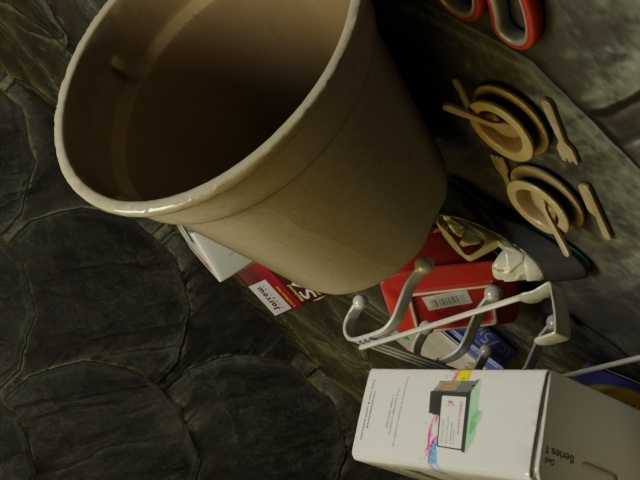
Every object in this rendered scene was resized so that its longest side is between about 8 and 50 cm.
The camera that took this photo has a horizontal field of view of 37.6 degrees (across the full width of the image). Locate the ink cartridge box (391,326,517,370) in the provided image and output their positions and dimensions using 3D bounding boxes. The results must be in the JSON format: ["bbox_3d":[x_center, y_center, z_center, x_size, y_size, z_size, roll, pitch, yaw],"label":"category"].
[{"bbox_3d":[0.207,0.158,1.497,0.186,0.065,0.311,40,168,12],"label":"ink cartridge box"}]

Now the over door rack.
[{"bbox_3d":[0.215,0.097,1.028,0.239,0.108,0.324,22,161,-32],"label":"over door rack"}]

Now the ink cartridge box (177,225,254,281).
[{"bbox_3d":[-0.154,-0.070,1.145,0.208,0.087,0.153,61,169,-24],"label":"ink cartridge box"}]

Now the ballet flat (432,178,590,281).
[{"bbox_3d":[0.197,0.005,1.043,0.203,0.074,0.074,35,164,30],"label":"ballet flat"}]

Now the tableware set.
[{"bbox_3d":[0.192,-0.068,0.901,0.128,0.039,0.194,26,159,50],"label":"tableware set"}]

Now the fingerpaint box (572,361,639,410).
[{"bbox_3d":[0.502,0.371,1.089,0.371,0.163,0.445,51,164,-29],"label":"fingerpaint box"}]

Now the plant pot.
[{"bbox_3d":[-0.032,-0.106,0.934,0.334,0.334,0.305,31,173,42],"label":"plant pot"}]

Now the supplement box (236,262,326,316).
[{"bbox_3d":[0.000,0.000,1.276,0.239,0.073,0.130,-26,119,28],"label":"supplement box"}]

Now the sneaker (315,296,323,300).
[{"bbox_3d":[-0.073,0.020,1.797,0.235,0.094,0.153,52,175,4],"label":"sneaker"}]

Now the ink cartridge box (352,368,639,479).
[{"bbox_3d":[0.205,0.225,1.060,0.201,0.117,0.278,25,160,-32],"label":"ink cartridge box"}]

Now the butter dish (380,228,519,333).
[{"bbox_3d":[0.160,0.036,1.167,0.160,0.118,0.160,-7,147,10],"label":"butter dish"}]

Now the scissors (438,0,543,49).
[{"bbox_3d":[0.095,-0.254,0.666,0.109,0.021,0.297,35,163,39],"label":"scissors"}]
